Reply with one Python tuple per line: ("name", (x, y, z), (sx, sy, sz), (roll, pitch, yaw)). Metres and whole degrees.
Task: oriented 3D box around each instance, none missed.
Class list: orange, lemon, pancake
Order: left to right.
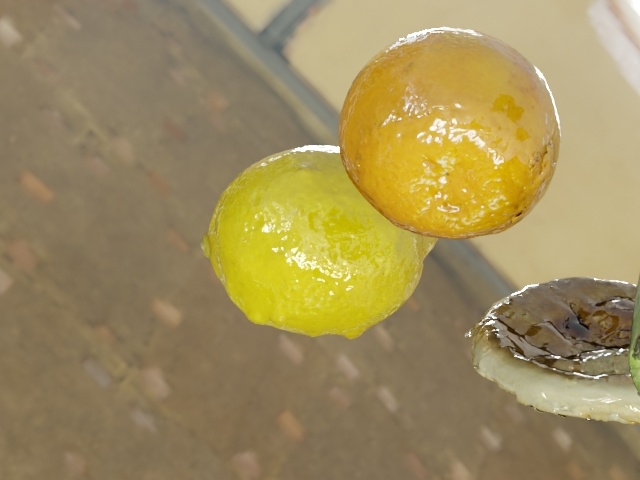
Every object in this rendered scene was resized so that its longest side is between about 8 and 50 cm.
("lemon", (0.000, 0.000, 2.042), (0.288, 0.233, 0.233), (0, -142, -7))
("orange", (0.127, -0.104, 1.654), (0.219, 0.219, 0.193), (42, -133, -12))
("pancake", (0.303, 0.100, 1.573), (0.356, 0.356, 0.065), (-38, -51, -66))

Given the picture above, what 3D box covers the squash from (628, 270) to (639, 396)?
("squash", (0.261, 0.028, 1.008), (0.170, 0.170, 0.123), (26, -132, -40))
